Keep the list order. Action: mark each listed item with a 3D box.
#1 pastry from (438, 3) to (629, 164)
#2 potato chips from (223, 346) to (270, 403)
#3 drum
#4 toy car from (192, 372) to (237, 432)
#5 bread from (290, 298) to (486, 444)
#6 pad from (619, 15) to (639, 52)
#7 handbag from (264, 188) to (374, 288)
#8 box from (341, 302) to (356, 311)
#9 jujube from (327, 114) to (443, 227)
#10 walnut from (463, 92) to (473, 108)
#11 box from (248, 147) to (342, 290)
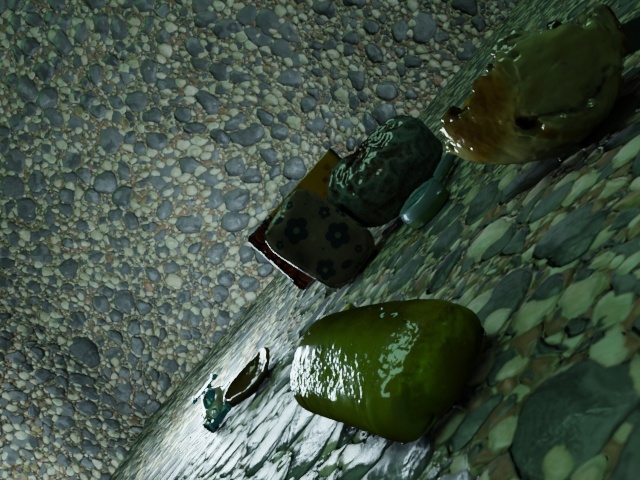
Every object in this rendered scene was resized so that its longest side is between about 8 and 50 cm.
[{"bbox_3d":[0.315,-0.197,0.786,0.237,0.170,0.256,-30,-8,-26],"label":"pastry"},{"bbox_3d":[-0.177,0.353,1.408,0.150,0.049,0.201,-45,5,6],"label":"potato chips"},{"bbox_3d":[0.261,-0.129,1.229,0.253,0.049,0.130,-52,6,-26],"label":"drum"},{"bbox_3d":[-0.286,0.432,1.463,0.126,0.098,0.161,-52,4,-3],"label":"toy car"},{"bbox_3d":[0.053,0.150,0.703,0.166,0.112,0.383,-51,7,-19],"label":"bread"},{"bbox_3d":[0.519,-0.344,0.930,0.116,0.004,0.193,-49,7,4],"label":"pad"},{"bbox_3d":[0.000,0.000,1.428,0.190,0.251,0.193,-57,-4,3],"label":"handbag"},{"bbox_3d":[0.030,0.187,1.075,0.087,0.023,0.155,-44,7,21],"label":"box"},{"bbox_3d":[0.168,-0.177,1.424,0.317,0.226,0.226,-47,6,-2],"label":"jujube"},{"bbox_3d":[0.444,-0.397,1.570,0.091,0.052,0.121,-47,8,-10],"label":"walnut"},{"bbox_3d":[-0.015,-0.067,1.843,0.415,0.264,0.116,-46,7,12],"label":"box"}]
